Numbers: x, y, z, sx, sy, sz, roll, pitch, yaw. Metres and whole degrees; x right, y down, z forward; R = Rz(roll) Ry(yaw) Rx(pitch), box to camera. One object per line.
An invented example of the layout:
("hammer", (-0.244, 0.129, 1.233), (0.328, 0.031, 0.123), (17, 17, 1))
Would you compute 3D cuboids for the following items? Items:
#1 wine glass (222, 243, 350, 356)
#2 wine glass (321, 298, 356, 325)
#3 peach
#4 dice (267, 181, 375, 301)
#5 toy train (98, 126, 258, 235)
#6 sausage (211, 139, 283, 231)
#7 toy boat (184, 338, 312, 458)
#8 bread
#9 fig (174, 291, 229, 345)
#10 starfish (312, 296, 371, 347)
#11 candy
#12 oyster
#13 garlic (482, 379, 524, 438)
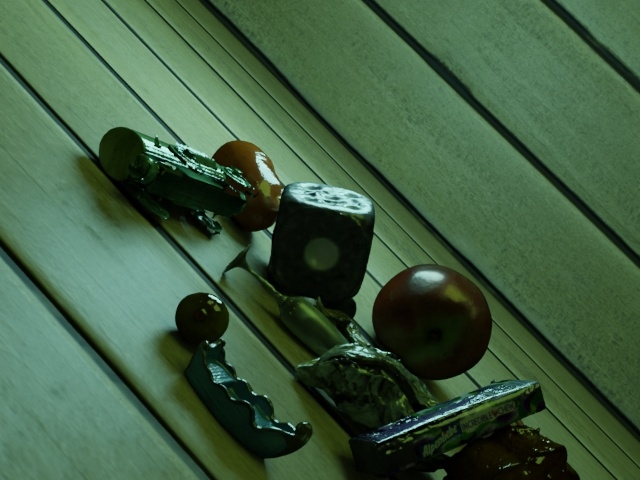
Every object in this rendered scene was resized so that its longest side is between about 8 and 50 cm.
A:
("wine glass", (-0.052, 0.117, 1.550), (0.262, 0.074, 0.074), (43, 13, -10))
("wine glass", (0.018, 0.100, 1.794), (0.073, 0.073, 0.155), (36, 13, -29))
("peach", (0.238, 0.165, 1.900), (0.252, 0.252, 0.252), (41, 14, -12))
("dice", (0.000, 0.000, 1.690), (0.181, 0.182, 0.183), (12, 18, -3))
("toy train", (-0.242, -0.120, 1.577), (0.189, 0.126, 0.307), (50, 15, 24))
("sausage", (-0.149, -0.119, 1.848), (0.133, 0.133, 0.258), (34, 17, -36))
("toy boat", (-0.091, 0.200, 1.151), (0.185, 0.077, 0.075), (48, 13, 18))
("bread", (0.295, 0.394, 1.393), (0.246, 0.232, 0.135), (23, 14, -40))
("fig", (-0.162, 0.109, 1.246), (0.074, 0.074, 0.088), (46, -8, 9))
("starfish", (0.045, 0.167, 1.633), (0.208, 0.053, 0.176), (45, -6, -33))
("candy", (0.194, 0.278, 1.356), (0.088, 0.312, 0.061), (-12, -88, 63))
("oyster", (0.114, 0.267, 1.462), (0.351, 0.158, 0.162), (31, -26, -18))
("garlic", (0.382, 0.410, 1.853), (0.228, 0.110, 0.217), (61, 7, 21))
